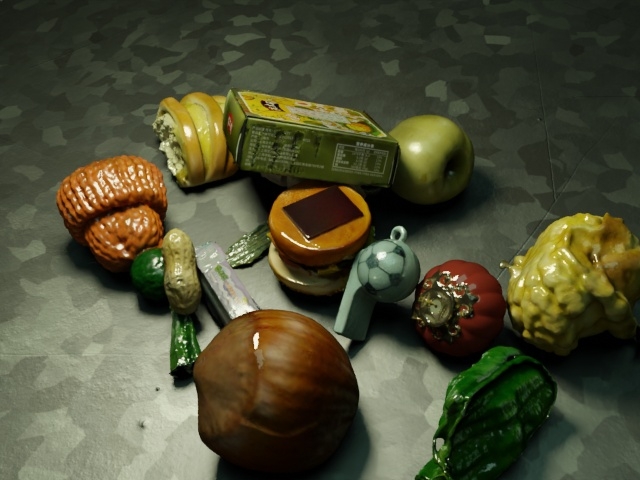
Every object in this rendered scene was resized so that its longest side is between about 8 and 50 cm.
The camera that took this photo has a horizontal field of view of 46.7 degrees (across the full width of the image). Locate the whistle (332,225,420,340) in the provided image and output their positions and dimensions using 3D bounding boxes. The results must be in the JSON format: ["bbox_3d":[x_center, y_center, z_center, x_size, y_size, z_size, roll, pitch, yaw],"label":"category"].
[{"bbox_3d":[0.148,0.105,1.741,0.163,0.163,0.290,15,85,17],"label":"whistle"}]

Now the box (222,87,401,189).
[{"bbox_3d":[-0.037,-0.277,1.986,0.420,0.138,0.373,8,21,-16],"label":"box"}]

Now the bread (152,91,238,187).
[{"bbox_3d":[-0.353,-0.324,2.216,0.270,0.211,0.316,-18,52,-14],"label":"bread"}]

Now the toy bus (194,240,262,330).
[{"bbox_3d":[-0.229,0.136,1.830,0.112,0.138,0.317,-26,52,-19],"label":"toy bus"}]

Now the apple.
[{"bbox_3d":[0.290,-0.226,2.051,0.262,0.262,0.262,-2,47,2],"label":"apple"}]

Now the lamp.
[{"bbox_3d":[0.324,0.158,1.728,0.226,0.227,0.227,-2,47,2],"label":"lamp"}]

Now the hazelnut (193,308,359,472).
[{"bbox_3d":[-0.092,0.311,1.563,0.372,0.315,0.372,9,64,-19],"label":"hazelnut"}]

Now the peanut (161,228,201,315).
[{"bbox_3d":[-0.338,0.076,1.804,0.099,0.099,0.214,-4,84,1],"label":"peanut"}]

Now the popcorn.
[{"bbox_3d":[0.608,0.121,1.703,0.381,0.349,0.349,37,56,2],"label":"popcorn"}]

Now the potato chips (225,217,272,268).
[{"bbox_3d":[-0.175,0.009,2.020,0.207,0.028,0.092,-36,56,-24],"label":"potato chips"}]

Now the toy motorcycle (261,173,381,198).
[{"bbox_3d":[-0.007,-0.167,2.115,0.340,0.108,0.223,22,46,14],"label":"toy motorcycle"}]

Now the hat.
[{"bbox_3d":[-0.508,-0.005,1.964,0.285,0.285,0.400,-19,76,-14],"label":"hat"}]

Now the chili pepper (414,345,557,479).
[{"bbox_3d":[0.326,0.376,1.548,0.385,0.213,0.167,-38,13,-31],"label":"chili pepper"}]

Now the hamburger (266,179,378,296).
[{"bbox_3d":[0.000,0.000,1.877,0.290,0.225,0.291,-2,44,2],"label":"hamburger"}]

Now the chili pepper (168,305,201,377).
[{"bbox_3d":[-0.341,0.229,1.806,0.088,0.059,0.227,-10,46,-13],"label":"chili pepper"}]
